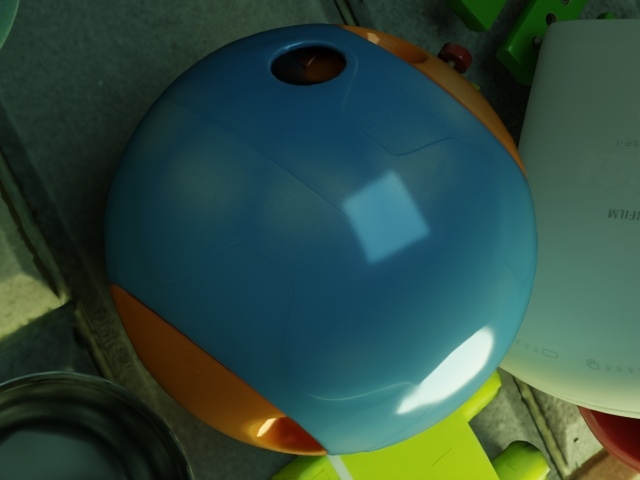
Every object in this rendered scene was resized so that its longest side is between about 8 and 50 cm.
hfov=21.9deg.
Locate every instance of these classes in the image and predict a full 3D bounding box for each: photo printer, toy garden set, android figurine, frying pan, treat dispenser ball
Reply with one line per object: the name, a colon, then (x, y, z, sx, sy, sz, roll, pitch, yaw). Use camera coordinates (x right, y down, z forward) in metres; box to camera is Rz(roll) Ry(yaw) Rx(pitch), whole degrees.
photo printer: (0.263, -0.016, 1.273, 0.107, 0.256, 0.307, 30, 71, -52)
toy garden set: (0.178, -0.124, 1.399, 0.244, 0.049, 0.204, 44, 64, -26)
android figurine: (0.062, 0.208, 1.254, 0.273, 0.056, 0.248, -35, 101, -36)
frying pan: (-0.203, 0.240, 1.067, 0.197, 0.053, 0.326, 30, 76, -22)
treat dispenser ball: (0.000, 0.000, 1.105, 0.288, 0.288, 0.288, 7, 77, -33)

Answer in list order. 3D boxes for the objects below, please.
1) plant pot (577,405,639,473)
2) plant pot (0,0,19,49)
plant pot: (0.383, 0.101, 1.382, 0.243, 0.275, 0.275, 26, 67, -40)
plant pot: (-0.302, -0.153, 0.915, 0.272, 0.255, 0.271, -2, 94, -42)
